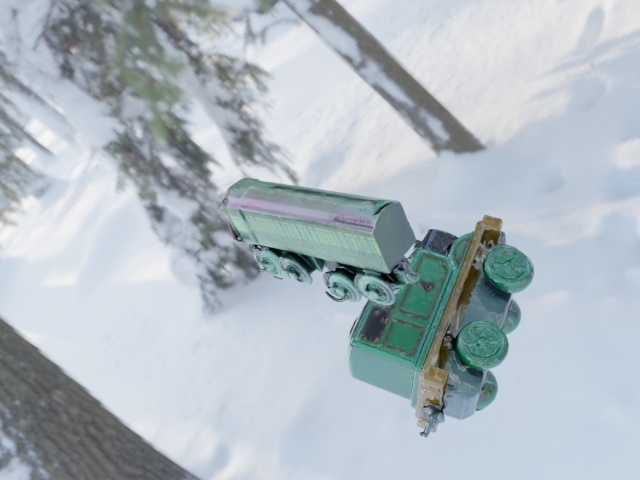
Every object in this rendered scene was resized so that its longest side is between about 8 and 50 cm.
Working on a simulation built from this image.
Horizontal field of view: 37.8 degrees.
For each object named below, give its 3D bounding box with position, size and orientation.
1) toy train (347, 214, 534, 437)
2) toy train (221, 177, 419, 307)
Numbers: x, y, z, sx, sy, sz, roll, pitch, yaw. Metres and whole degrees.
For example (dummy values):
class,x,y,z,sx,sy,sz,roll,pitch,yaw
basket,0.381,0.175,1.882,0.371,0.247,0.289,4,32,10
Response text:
class,x,y,z,sx,sy,sz,roll,pitch,yaw
toy train,0.106,0.067,0.826,0.091,0.136,0.228,87,-158,-54
toy train,0.000,0.000,0.588,0.148,0.071,0.038,12,40,44
